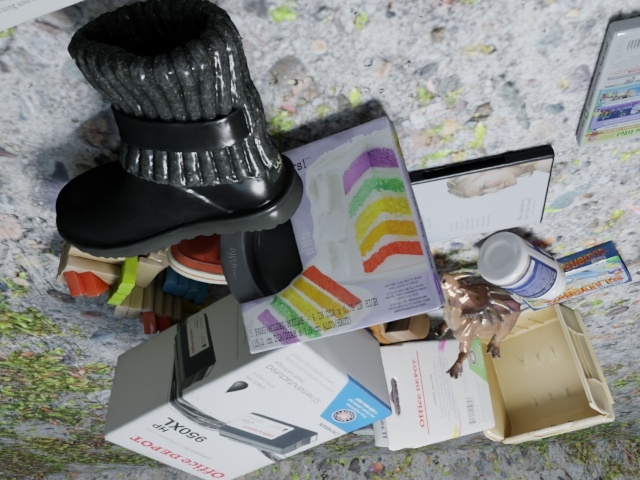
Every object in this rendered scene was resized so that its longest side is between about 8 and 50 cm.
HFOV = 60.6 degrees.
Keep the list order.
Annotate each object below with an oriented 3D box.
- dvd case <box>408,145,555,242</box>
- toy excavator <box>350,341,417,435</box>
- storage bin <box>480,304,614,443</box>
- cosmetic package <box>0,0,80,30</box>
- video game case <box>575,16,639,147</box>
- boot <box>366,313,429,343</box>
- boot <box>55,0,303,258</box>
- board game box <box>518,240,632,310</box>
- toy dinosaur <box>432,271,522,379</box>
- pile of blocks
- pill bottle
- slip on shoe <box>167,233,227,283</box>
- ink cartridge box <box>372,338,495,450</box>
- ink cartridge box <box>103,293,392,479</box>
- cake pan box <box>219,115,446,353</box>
[{"bbox_3d":[0.223,-0.059,0.855,0.253,0.022,0.180,-10,148,9],"label":"dvd case"},{"bbox_3d":[0.021,0.390,1.401,0.433,0.222,0.445,16,151,-28],"label":"toy excavator"},{"bbox_3d":[0.488,0.308,1.260,0.123,0.260,0.262,19,141,-39],"label":"storage bin"},{"bbox_3d":[-0.206,-0.314,0.263,0.197,0.155,0.365,-13,147,11],"label":"cosmetic package"},{"bbox_3d":[0.436,-0.199,0.658,0.212,0.023,0.193,-10,148,7],"label":"video game case"},{"bbox_3d":[0.049,0.112,1.053,0.220,0.109,0.283,-11,143,43],"label":"boot"},{"bbox_3d":[-0.209,-0.112,0.609,0.348,0.131,0.260,-11,145,15],"label":"boot"},{"bbox_3d":[0.499,0.077,1.097,0.201,0.035,0.136,-25,143,29],"label":"board game box"},{"bbox_3d":[0.325,0.143,1.073,0.295,0.127,0.200,-5,132,-39],"label":"toy dinosaur"},{"bbox_3d":[-0.288,0.097,0.951,0.149,0.113,0.362,-21,145,25],"label":"pile of blocks"},{"bbox_3d":[0.368,0.053,0.985,0.169,0.094,0.094,22,139,-36],"label":"pill bottle"},{"bbox_3d":[-0.068,-0.010,0.825,0.331,0.123,0.101,-6,126,2],"label":"slip on shoe"},{"bbox_3d":[0.215,0.323,1.179,0.353,0.207,0.119,7,161,-40],"label":"ink cartridge box"},{"bbox_3d":[-0.121,0.250,0.948,0.395,0.166,0.285,-29,130,20],"label":"ink cartridge box"},{"bbox_3d":[0.000,0.000,0.709,0.267,0.246,0.070,-15,170,18],"label":"cake pan box"}]
